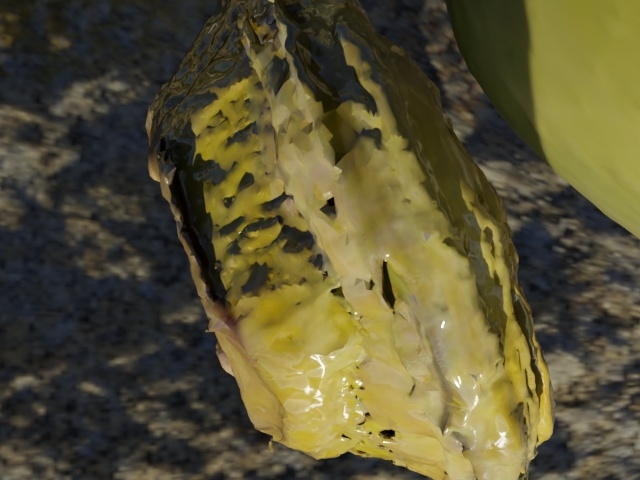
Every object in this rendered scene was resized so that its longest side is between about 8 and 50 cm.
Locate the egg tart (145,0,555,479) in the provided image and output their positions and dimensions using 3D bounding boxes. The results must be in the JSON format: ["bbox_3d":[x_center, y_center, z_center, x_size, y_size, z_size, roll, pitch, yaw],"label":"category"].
[{"bbox_3d":[0.000,0.000,0.927,0.150,0.352,0.352,-22,77,-5],"label":"egg tart"}]

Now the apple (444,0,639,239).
[{"bbox_3d":[0.247,-0.170,0.569,0.473,0.473,0.474,-2,85,22],"label":"apple"}]
